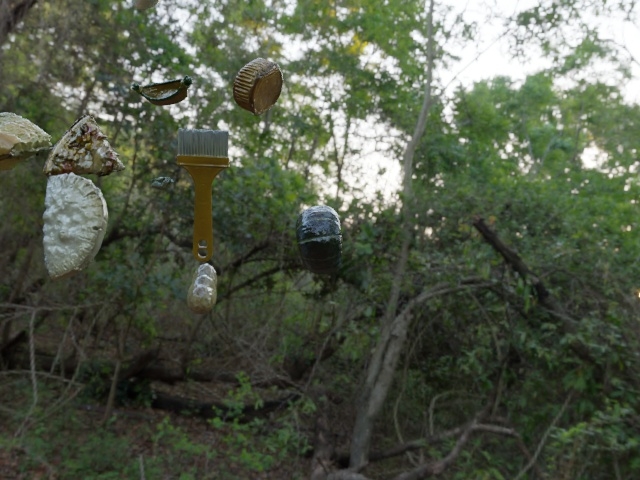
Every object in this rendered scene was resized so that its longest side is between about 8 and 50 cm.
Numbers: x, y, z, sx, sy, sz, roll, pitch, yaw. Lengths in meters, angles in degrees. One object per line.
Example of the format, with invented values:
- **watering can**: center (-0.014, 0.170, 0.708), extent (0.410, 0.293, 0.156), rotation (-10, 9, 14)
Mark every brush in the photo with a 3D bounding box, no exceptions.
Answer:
- **brush**: center (-0.237, -0.087, 1.152), extent (0.103, 0.272, 0.013), rotation (2, 13, -3)

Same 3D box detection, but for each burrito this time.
- **burrito**: center (-0.648, -0.234, 2.331), extent (0.074, 0.044, 0.118), rotation (15, -10, -29)

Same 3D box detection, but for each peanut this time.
- **peanut**: center (-0.355, 0.146, 1.726), extent (0.086, 0.104, 0.228), rotation (6, 20, -9)

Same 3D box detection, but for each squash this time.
- **squash**: center (0.000, 0.000, 2.074), extent (0.165, 0.252, 0.252), rotation (-11, -7, 2)

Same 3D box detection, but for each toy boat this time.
- **toy boat**: center (-0.513, -0.503, 1.888), extent (0.230, 0.088, 0.088), rotation (-1, -28, 18)

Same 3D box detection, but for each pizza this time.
- **pizza**: center (-0.829, -0.283, 1.951), extent (0.287, 0.251, 0.074), rotation (46, -7, 28)

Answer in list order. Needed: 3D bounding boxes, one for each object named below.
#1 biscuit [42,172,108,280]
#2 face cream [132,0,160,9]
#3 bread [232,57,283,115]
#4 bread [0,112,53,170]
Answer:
- **biscuit**: center (-0.607, -0.054, 1.407), extent (0.179, 0.281, 0.084), rotation (-19, -21, 15)
- **face cream**: center (-0.420, -0.818, 1.600), extent (0.081, 0.173, 0.348), rotation (34, -47, -18)
- **bread**: center (-0.228, -0.555, 2.042), extent (0.104, 0.199, 0.199), rotation (27, 0, 20)
- **bread**: center (-0.935, -0.276, 1.632), extent (0.262, 0.162, 0.204), rotation (-13, 16, 22)
